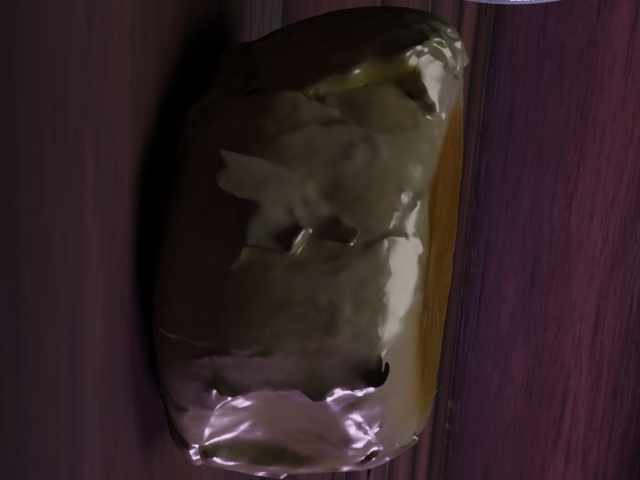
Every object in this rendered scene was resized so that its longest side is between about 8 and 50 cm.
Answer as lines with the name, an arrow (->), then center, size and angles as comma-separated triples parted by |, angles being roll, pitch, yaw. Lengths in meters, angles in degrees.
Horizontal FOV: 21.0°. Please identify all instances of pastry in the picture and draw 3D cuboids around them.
pastry -> 0.000, 0.000, 0.560 | 0.166, 0.088, 0.166 | 8, 90, -84

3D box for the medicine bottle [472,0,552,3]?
medicine bottle -> 0.096, -0.237, 0.918 | 0.229, 0.121, 0.083 | 89, 12, -47
